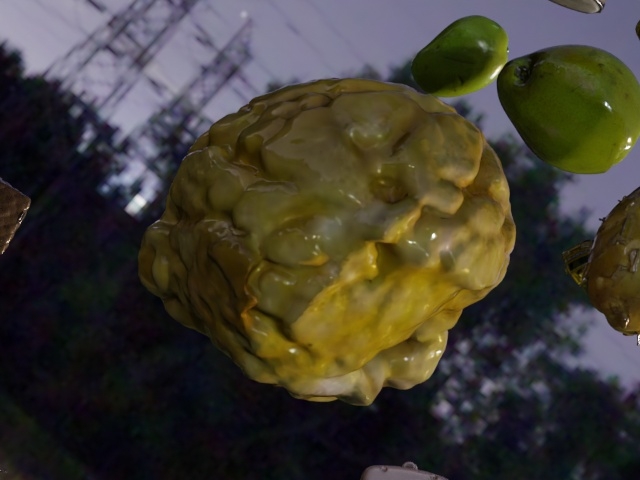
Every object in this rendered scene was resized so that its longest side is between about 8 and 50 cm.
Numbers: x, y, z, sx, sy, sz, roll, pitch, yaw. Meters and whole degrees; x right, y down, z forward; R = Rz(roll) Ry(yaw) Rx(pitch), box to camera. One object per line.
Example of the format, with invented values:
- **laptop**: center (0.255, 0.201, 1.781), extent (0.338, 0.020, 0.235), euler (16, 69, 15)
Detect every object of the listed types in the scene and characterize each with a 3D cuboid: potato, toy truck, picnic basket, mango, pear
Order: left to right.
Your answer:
- **picnic basket**: center (-0.485, -0.060, 1.927), extent (0.193, 0.110, 0.055), euler (35, -16, -29)
- **mango**: center (0.232, -0.293, 2.328), extent (0.117, 0.163, 0.089), euler (50, 8, 5)
- **pear**: center (0.363, -0.199, 2.080), extent (0.220, 0.187, 0.187), euler (36, -7, -7)
- **toy truck**: center (0.353, 0.039, 1.871), extent (0.083, 0.049, 0.054), euler (45, 27, -38)
- **potato**: center (0.408, -0.001, 1.655), extent (0.140, 0.300, 0.173), euler (34, -35, 24)

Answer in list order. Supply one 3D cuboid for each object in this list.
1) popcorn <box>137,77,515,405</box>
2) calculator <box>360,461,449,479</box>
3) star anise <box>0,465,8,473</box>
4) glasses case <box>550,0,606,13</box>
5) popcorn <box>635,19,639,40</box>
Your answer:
- **popcorn**: center (0.006, -0.015, 1.495), extent (0.344, 0.390, 0.354), euler (20, 38, -21)
- **calculator**: center (0.080, 0.299, 1.454), extent (0.100, 0.175, 0.032), euler (9, -41, 5)
- **star anise**: center (-0.547, 0.319, 2.250), extent (0.141, 0.042, 0.141), euler (55, -6, 9)
- **glasses case**: center (0.276, -0.381, 1.410), extent (0.114, 0.299, 0.060), euler (22, -9, -22)
- **popcorn**: center (0.459, -0.272, 1.528), extent (0.276, 0.276, 0.225), euler (44, 8, -26)
